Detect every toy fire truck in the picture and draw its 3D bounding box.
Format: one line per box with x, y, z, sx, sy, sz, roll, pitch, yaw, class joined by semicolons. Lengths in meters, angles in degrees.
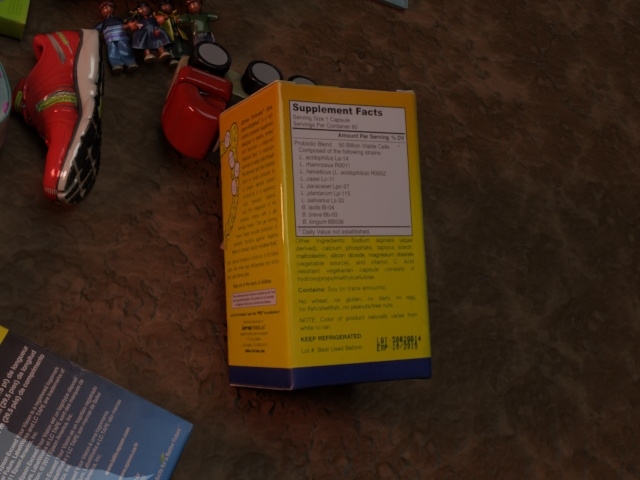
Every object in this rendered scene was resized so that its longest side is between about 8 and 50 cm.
-0.118;-0.120;1.335;0.217;0.158;0.246;18;44;-17;toy fire truck

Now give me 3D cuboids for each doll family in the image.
-0.245;-0.310;1.410;0.193;0.076;0.111;-11;82;-35;doll family

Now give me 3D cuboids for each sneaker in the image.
-0.351;-0.164;1.271;0.118;0.107;0.279;0;57;-6;sneaker

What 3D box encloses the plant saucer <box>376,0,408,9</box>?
0.067;-0.462;1.703;0.192;0.018;0.067;15;56;-18;plant saucer

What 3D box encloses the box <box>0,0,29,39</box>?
-0.494;-0.351;1.328;0.178;0.042;0.109;12;56;-22;box

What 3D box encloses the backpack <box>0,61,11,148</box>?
-0.473;-0.175;1.170;0.188;0.144;0.165;-6;59;-33;backpack

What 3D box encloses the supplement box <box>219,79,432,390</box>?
0.000;0.000;1.202;0.194;0.195;0.356;0;84;-28;supplement box

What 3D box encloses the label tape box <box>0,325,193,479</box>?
-0.336;0.234;1.008;0.334;0.106;0.240;30;52;-10;label tape box
